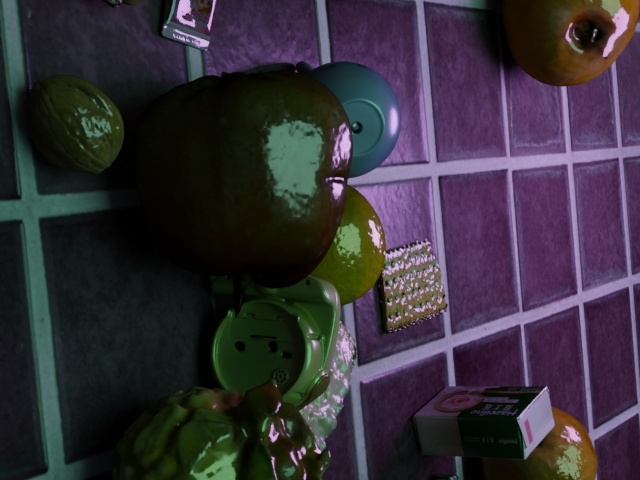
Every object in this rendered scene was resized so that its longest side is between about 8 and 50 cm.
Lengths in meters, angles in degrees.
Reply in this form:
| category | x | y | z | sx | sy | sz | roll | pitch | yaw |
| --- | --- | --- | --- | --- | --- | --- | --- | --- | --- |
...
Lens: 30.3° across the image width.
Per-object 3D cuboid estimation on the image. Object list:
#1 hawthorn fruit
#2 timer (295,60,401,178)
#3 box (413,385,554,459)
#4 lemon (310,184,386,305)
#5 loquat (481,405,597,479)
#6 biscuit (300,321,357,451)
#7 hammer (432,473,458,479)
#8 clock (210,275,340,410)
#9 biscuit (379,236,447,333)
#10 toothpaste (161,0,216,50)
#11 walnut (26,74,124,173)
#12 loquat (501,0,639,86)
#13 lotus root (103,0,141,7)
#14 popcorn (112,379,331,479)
| category | x | y | z | sx | sy | sz | roll | pitch | yaw |
| --- | --- | --- | --- | --- | --- | --- | --- | --- | --- |
| hawthorn fruit | -0.092 | -0.057 | 1.442 | 0.268 | 0.268 | 0.301 | -8 | 102 | -55 |
| timer | 0.000 | -0.168 | 1.637 | 0.175 | 0.255 | 0.175 | -7 | 101 | -37 |
| box | 0.275 | 0.304 | 1.987 | 0.135 | 0.199 | 0.081 | -29 | 108 | -54 |
| lemon | 0.000 | 0.000 | 1.637 | 0.178 | 0.178 | 0.203 | -31 | 112 | -52 |
| loquat | 0.396 | 0.399 | 2.144 | 0.208 | 0.208 | 0.208 | 6 | 82 | -55 |
| biscuit | -0.036 | 0.216 | 1.650 | 0.179 | 0.084 | 0.281 | 50 | 50 | -42 |
| hammer | 0.099 | 0.420 | 1.870 | 0.427 | 0.044 | 0.152 | 27 | 66 | -50 |
| clock | -0.067 | 0.156 | 1.533 | 0.069 | 0.170 | 0.232 | 23 | 71 | -67 |
| biscuit | 0.155 | 0.072 | 1.993 | 0.203 | 0.016 | 0.144 | -17 | 101 | -54 |
| toothpaste | -0.161 | -0.389 | 1.553 | 0.096 | 0.061 | 0.266 | 10 | 86 | -56 |
| walnut | -0.275 | -0.132 | 1.325 | 0.124 | 0.105 | 0.105 | 52 | 46 | -19 |
| loquat | 0.476 | -0.445 | 2.298 | 0.275 | 0.275 | 0.275 | 6 | 82 | -55 |
| lotus root | -0.228 | -0.330 | 1.435 | 0.073 | 0.062 | 0.150 | 52 | 47 | -29 |
| popcorn | -0.116 | 0.294 | 1.395 | 0.258 | 0.224 | 0.270 | -1 | 111 | -17 |
